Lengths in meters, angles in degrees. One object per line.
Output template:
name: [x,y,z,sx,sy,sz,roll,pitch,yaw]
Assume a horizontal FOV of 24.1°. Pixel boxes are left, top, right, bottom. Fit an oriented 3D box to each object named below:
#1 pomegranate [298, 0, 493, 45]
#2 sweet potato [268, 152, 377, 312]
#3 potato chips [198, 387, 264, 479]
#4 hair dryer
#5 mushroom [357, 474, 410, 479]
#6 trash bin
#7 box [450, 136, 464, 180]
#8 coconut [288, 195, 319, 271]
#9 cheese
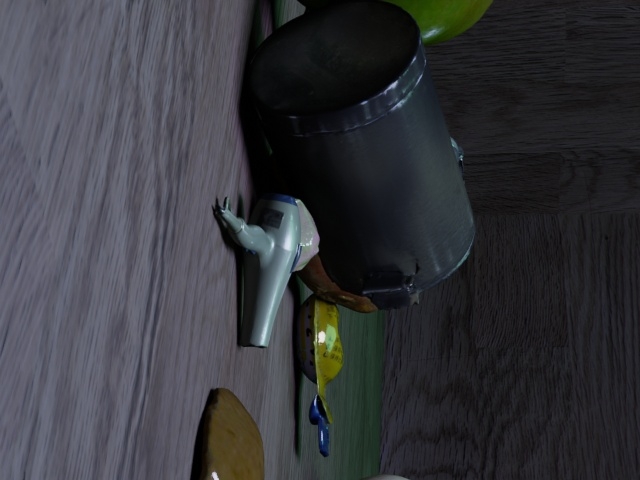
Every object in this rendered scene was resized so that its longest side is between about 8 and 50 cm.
pomegranate: [0.045,-0.337,1.831,0.358,0.310,0.216,-58,166,22]
sweet potato: [0.000,0.000,1.979,0.385,0.109,0.109,53,34,-53]
potato chips: [-0.082,0.230,1.387,0.201,0.049,0.150,-67,151,-61]
hair dryer: [-0.073,0.036,1.543,0.199,0.067,0.167,-13,108,-73]
mushroom: [0.122,0.493,2.242,0.325,0.353,0.353,49,-27,46]
trash bin: [0.055,-0.102,1.740,0.252,0.203,0.301,-80,156,-44]
box: [0.066,-0.118,2.040,0.163,0.243,0.135,78,1,-56]
coconut: [-0.040,-0.002,1.690,0.082,0.083,0.081,-57,143,-33]
cheese: [0.000,0.175,2.095,0.156,0.064,0.250,69,18,-71]
